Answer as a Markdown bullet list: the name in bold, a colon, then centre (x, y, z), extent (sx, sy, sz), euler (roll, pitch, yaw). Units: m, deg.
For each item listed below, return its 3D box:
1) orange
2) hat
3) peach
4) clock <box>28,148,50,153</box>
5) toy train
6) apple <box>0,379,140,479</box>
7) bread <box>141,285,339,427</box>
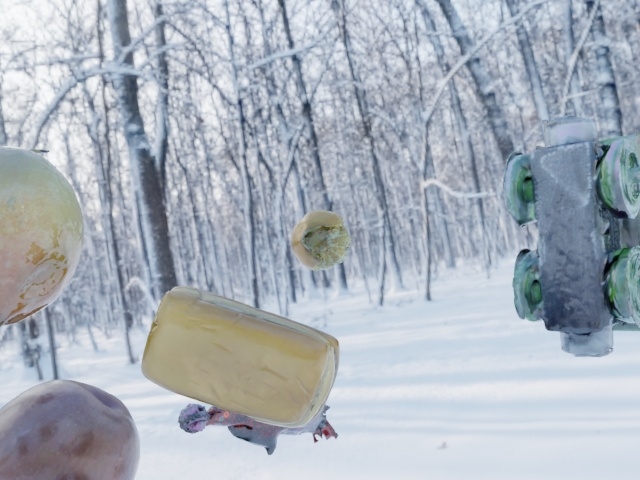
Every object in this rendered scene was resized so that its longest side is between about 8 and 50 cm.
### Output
- **orange**: centre (0.000, 0.000, 1.702), extent (0.157, 0.156, 0.134), euler (-10, -3, 16)
- **hat**: centre (-0.091, 0.232, 0.928), extent (0.228, 0.140, 0.129), euler (-6, -5, -43)
- **peach**: centre (-0.402, 0.004, 0.834), extent (0.233, 0.232, 0.232), euler (-9, -3, -1)
- **clock**: centre (-0.635, -0.118, 1.327), extent (0.232, 0.069, 0.170), euler (-40, 16, -12)
- **toy train**: centre (0.364, -0.008, 0.902), extent (0.174, 0.306, 0.249), euler (-6, -3, 39)
- **apple**: centre (-0.464, 0.386, 1.242), extent (0.306, 0.235, 0.305), euler (33, -12, 8)
- **bread**: centre (-0.081, 0.126, 0.703), extent (0.201, 0.115, 0.077), euler (20, 9, -5)
